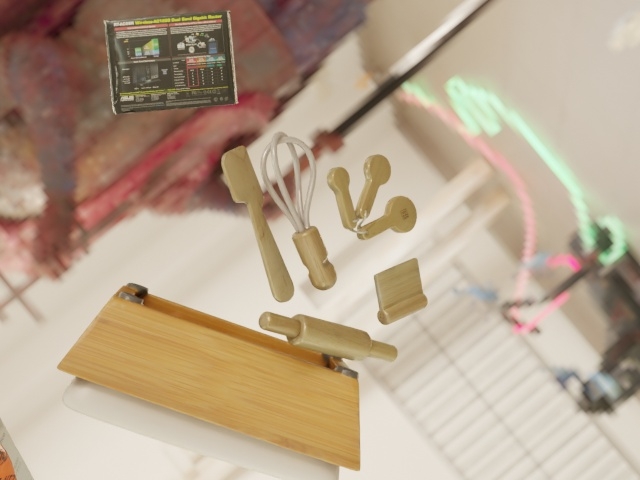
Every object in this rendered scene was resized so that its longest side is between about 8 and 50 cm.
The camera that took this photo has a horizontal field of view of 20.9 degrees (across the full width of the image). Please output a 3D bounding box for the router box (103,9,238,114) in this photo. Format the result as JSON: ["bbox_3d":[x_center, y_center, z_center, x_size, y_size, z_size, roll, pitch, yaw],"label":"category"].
[{"bbox_3d":[-0.144,-0.173,1.680,0.038,0.122,0.092,-106,12,-83],"label":"router box"}]

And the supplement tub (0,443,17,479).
[{"bbox_3d":[-0.362,0.141,1.040,0.338,0.207,0.207,16,157,27],"label":"supplement tub"}]

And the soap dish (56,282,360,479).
[{"bbox_3d":[-0.098,0.135,1.664,0.291,0.118,0.229,19,180,-3],"label":"soap dish"}]

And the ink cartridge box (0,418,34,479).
[{"bbox_3d":[-0.446,0.137,1.499,0.308,0.091,0.385,3,139,15],"label":"ink cartridge box"}]

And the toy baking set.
[{"bbox_3d":[0.001,0.007,1.576,0.256,0.196,0.030,12,165,-41],"label":"toy baking set"}]
